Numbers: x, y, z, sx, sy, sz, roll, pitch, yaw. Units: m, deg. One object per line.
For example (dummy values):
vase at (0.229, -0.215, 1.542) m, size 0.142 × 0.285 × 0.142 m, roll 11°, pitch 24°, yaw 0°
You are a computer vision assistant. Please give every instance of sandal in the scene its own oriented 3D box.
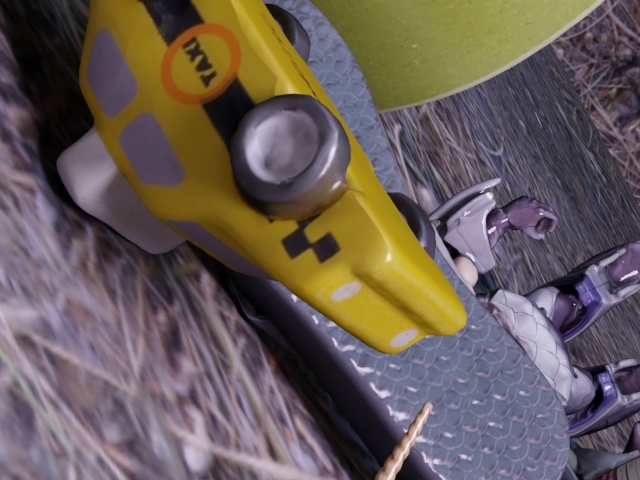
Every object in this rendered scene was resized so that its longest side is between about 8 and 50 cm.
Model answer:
sandal at (-0.002, 0.005, 0.646) m, size 0.097 × 0.054 × 0.254 m, roll -32°, pitch 91°, yaw -34°

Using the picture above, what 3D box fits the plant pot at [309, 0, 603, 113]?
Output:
plant pot at (0.003, -0.257, 0.792) m, size 0.293 × 0.275 × 0.274 m, roll 45°, pitch 20°, yaw -31°

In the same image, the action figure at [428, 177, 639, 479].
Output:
action figure at (0.122, 0.058, 0.902) m, size 0.285 × 0.099 × 0.185 m, roll 0°, pitch 70°, yaw -69°

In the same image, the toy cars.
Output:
toy cars at (-0.098, -0.114, 0.523) m, size 0.393 × 0.087 × 0.176 m, roll 53°, pitch 7°, yaw -13°

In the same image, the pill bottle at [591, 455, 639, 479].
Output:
pill bottle at (0.153, 0.138, 0.737) m, size 0.086 × 0.152 × 0.086 m, roll 55°, pitch 16°, yaw -23°

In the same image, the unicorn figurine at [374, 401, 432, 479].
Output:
unicorn figurine at (0.012, 0.140, 0.471) m, size 0.111 × 0.060 × 0.162 m, roll -22°, pitch 99°, yaw -76°
